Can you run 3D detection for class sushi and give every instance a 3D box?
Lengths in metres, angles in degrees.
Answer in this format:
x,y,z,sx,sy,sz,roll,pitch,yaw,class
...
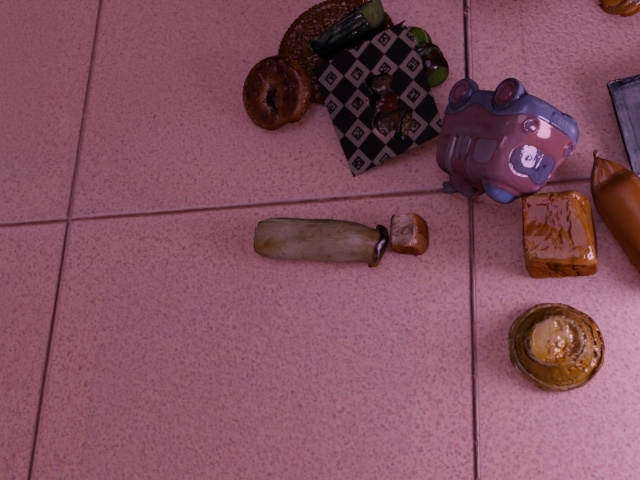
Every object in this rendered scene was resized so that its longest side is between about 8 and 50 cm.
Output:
x,y,z,sx,sy,sz,roll,pitch,yaw,class
0.142,-0.322,2.054,0.264,0.050,0.289,-25,75,26,sushi

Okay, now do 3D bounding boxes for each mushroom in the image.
x,y,z,sx,sy,sz,roll,pitch,yaw,class
0.000,0.000,1.976,0.312,0.081,0.099,5,65,20,mushroom

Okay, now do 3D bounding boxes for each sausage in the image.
x,y,z,sx,sy,sz,roll,pitch,yaw,class
0.630,-0.044,1.783,0.112,0.112,0.328,-29,64,5,sausage

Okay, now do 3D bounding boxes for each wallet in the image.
x,y,z,sx,sy,sz,roll,pitch,yaw,class
0.790,-0.263,1.837,0.342,0.075,0.237,-15,67,13,wallet

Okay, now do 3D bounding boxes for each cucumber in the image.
x,y,z,sx,sy,sz,roll,pitch,yaw,class
0.069,-0.495,2.106,0.193,0.115,0.085,-25,108,8,cucumber

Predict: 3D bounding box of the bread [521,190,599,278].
x,y,z,sx,sy,sz,roll,pitch,yaw,class
0.481,-0.008,1.799,0.143,0.149,0.158,-8,74,16,bread

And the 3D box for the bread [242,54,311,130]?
x,y,z,sx,sy,sz,roll,pitch,yaw,class
-0.104,-0.354,2.138,0.193,0.064,0.193,-1,89,30,bread

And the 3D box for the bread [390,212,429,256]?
x,y,z,sx,sy,sz,roll,pitch,yaw,class
0.191,-0.014,1.927,0.077,0.070,0.083,-1,72,18,bread

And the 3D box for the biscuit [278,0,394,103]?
x,y,z,sx,sy,sz,roll,pitch,yaw,class
0.038,-0.467,2.169,0.306,0.038,0.305,-6,68,15,biscuit

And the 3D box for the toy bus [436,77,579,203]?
x,y,z,sx,sy,sz,roll,pitch,yaw,class
0.370,-0.192,1.847,0.294,0.197,0.231,17,84,55,toy bus

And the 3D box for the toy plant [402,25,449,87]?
x,y,z,sx,sy,sz,roll,pitch,yaw,class
0.228,-0.432,2.067,0.093,0.093,0.162,-32,62,3,toy plant

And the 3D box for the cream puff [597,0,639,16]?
x,y,z,sx,sy,sz,roll,pitch,yaw,class
0.675,-0.553,1.970,0.133,0.104,0.119,-45,31,-11,cream puff

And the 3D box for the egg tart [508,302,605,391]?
x,y,z,sx,sy,sz,roll,pitch,yaw,class
0.464,0.205,1.758,0.191,0.074,0.191,-5,67,13,egg tart
